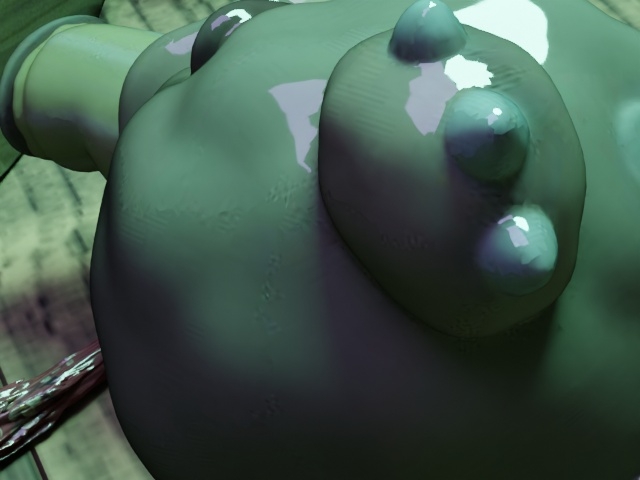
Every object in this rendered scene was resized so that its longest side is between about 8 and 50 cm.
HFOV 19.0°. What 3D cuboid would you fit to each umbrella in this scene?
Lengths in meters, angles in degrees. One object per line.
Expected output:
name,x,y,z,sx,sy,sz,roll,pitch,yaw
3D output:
umbrella,-0.118,0.067,0.774,0.165,0.025,0.027,-35,20,-25

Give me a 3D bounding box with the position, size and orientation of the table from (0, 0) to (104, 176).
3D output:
table,-0.304,-0.158,0.912,0.249,0.317,0.317,-4,39,29

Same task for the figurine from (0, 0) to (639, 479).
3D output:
figurine,0.000,0.000,0.673,0.203,0.248,0.380,-33,30,-14
